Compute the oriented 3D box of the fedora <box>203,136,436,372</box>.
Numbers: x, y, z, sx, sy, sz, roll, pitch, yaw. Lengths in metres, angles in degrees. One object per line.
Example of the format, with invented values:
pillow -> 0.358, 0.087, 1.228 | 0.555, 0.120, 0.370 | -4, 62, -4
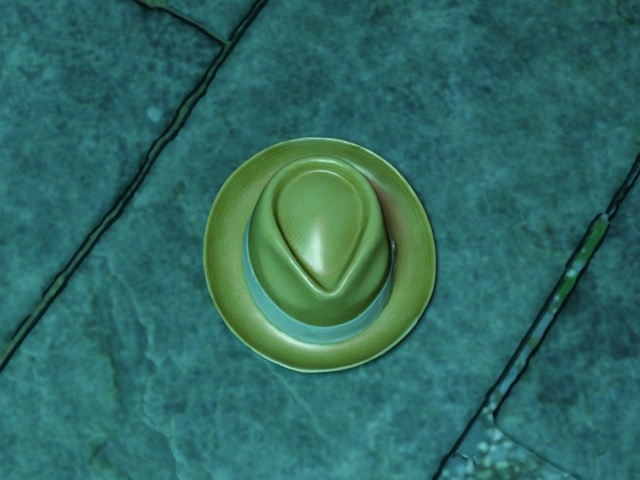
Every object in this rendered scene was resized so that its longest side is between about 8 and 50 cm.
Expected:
fedora -> 0.000, 0.000, 1.465 | 0.194, 0.079, 0.194 | 0, 69, -1
